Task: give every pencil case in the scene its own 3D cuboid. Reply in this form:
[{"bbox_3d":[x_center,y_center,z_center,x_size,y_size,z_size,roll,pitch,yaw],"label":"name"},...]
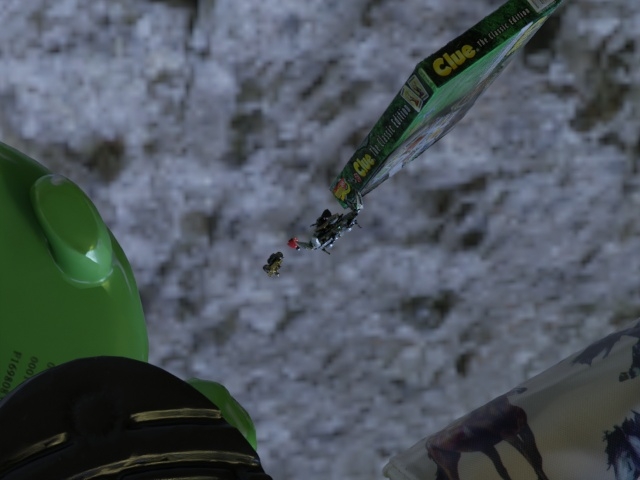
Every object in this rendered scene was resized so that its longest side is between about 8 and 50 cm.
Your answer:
[{"bbox_3d":[0.255,0.168,1.450,0.183,0.410,0.160,65,-17,-9],"label":"pencil case"}]

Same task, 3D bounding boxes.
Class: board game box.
[{"bbox_3d":[0.095,-0.114,1.451,0.030,0.136,0.259,53,-24,7],"label":"board game box"}]

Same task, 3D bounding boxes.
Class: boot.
[{"bbox_3d":[-0.094,0.227,0.763,0.260,0.131,0.348,-17,-92,64],"label":"boot"}]

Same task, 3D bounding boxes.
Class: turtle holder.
[{"bbox_3d":[-0.198,0.050,0.991,0.227,0.320,0.243,-173,-103,-78],"label":"turtle holder"}]

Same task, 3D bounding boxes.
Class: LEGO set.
[{"bbox_3d":[0.000,0.000,1.172,0.023,0.054,0.083,49,-53,-6],"label":"LEGO set"}]
